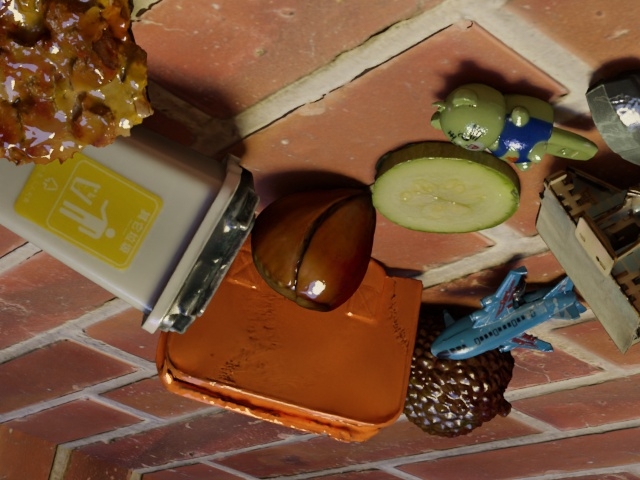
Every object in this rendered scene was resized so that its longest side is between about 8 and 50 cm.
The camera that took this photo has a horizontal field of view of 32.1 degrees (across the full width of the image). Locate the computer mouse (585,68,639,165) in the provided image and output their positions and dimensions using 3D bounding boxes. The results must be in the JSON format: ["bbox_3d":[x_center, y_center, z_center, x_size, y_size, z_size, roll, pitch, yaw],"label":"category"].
[{"bbox_3d":[0.416,-0.135,1.386,0.126,0.071,0.231,-16,144,42],"label":"computer mouse"}]

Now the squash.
[{"bbox_3d":[0.183,-0.071,1.627,0.219,0.041,0.219,8,154,4],"label":"squash"}]

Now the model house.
[{"bbox_3d":[0.445,-0.009,1.509,0.206,0.271,0.178,-24,151,-11],"label":"model house"}]

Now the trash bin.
[{"bbox_3d":[-0.289,-0.066,1.557,0.368,0.255,0.296,28,-170,-10],"label":"trash bin"}]

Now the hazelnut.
[{"bbox_3d":[0.000,0.000,1.702,0.208,0.208,0.208,8,153,4],"label":"hazelnut"}]

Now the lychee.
[{"bbox_3d":[0.229,0.240,2.024,0.271,0.235,0.236,25,153,2],"label":"lychee"}]

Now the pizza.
[{"bbox_3d":[-0.334,-0.207,1.312,0.278,0.114,0.409,41,118,-12],"label":"pizza"}]

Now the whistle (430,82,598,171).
[{"bbox_3d":[0.246,-0.141,1.419,0.228,0.085,0.105,16,162,-13],"label":"whistle"}]

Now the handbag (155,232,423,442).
[{"bbox_3d":[-0.051,0.151,1.864,0.410,0.303,0.116,16,154,-8],"label":"handbag"}]

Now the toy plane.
[{"bbox_3d":[0.314,0.131,1.883,0.271,0.105,0.254,-17,140,10],"label":"toy plane"}]
